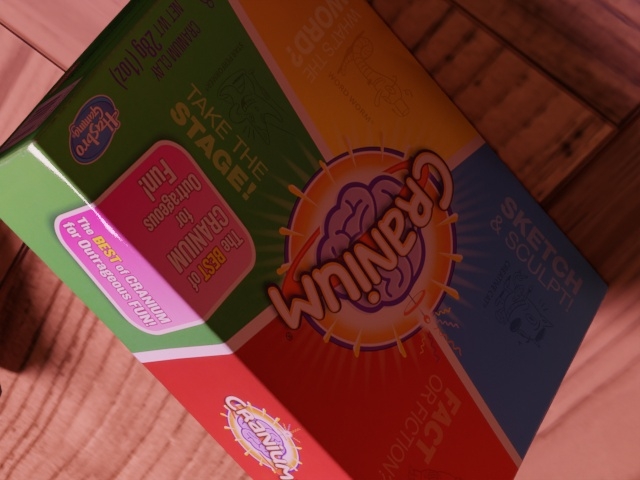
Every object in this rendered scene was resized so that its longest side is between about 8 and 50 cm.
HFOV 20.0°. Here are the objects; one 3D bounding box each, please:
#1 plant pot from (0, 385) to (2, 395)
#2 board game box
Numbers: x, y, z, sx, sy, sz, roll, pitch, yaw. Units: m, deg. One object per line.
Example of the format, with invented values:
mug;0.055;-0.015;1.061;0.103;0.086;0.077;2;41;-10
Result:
plant pot;-0.343;0.058;1.318;0.165;0.166;0.234;5;124;6
board game box;0.000;0.000;0.968;0.316;0.242;0.064;48;138;-17
